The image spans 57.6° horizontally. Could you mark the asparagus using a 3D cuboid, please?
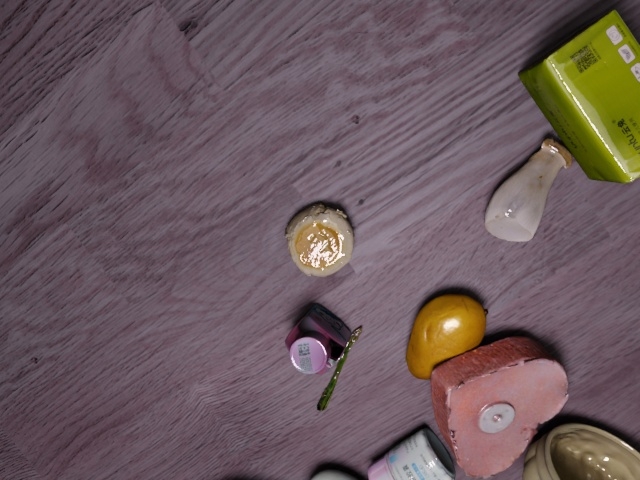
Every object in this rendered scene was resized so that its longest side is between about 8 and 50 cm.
[{"bbox_3d":[0.045,0.301,1.369,0.023,0.022,0.233,28,104,19],"label":"asparagus"}]

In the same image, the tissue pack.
[{"bbox_3d":[0.539,-0.264,1.119,0.167,0.200,0.275,-34,94,9],"label":"tissue pack"}]

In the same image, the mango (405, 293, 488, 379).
[{"bbox_3d":[0.267,0.214,1.286,0.147,0.109,0.227,32,111,-7],"label":"mango"}]

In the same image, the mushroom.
[{"bbox_3d":[0.430,-0.107,1.223,0.116,0.093,0.225,24,92,-8],"label":"mushroom"}]

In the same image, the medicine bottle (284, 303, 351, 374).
[{"bbox_3d":[-0.008,0.222,1.272,0.119,0.188,0.094,41,102,3],"label":"medicine bottle"}]

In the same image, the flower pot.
[{"bbox_3d":[0.551,0.567,1.234,0.307,0.307,0.244,21,122,2],"label":"flower pot"}]

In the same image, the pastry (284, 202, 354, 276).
[{"bbox_3d":[0.000,0.000,1.287,0.165,0.088,0.166,1,98,6],"label":"pastry"}]

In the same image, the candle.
[{"bbox_3d":[0.353,0.343,1.260,0.287,0.131,0.317,22,104,-25],"label":"candle"}]

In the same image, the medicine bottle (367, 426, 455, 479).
[{"bbox_3d":[0.208,0.530,1.336,0.168,0.135,0.135,-37,94,12],"label":"medicine bottle"}]

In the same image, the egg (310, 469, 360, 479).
[{"bbox_3d":[0.065,0.653,1.348,0.182,0.183,0.264,-35,88,11],"label":"egg"}]
